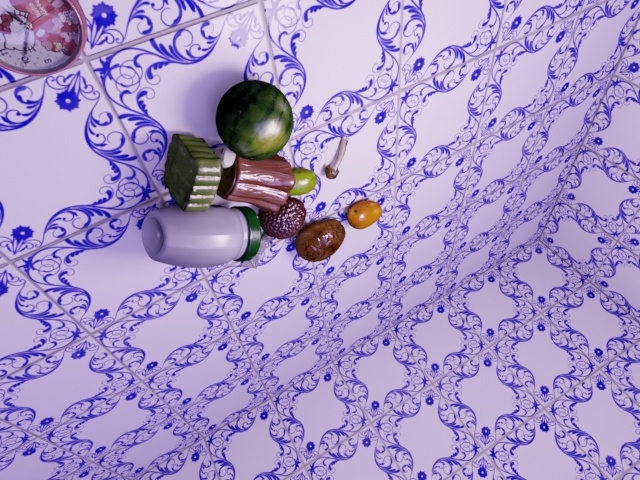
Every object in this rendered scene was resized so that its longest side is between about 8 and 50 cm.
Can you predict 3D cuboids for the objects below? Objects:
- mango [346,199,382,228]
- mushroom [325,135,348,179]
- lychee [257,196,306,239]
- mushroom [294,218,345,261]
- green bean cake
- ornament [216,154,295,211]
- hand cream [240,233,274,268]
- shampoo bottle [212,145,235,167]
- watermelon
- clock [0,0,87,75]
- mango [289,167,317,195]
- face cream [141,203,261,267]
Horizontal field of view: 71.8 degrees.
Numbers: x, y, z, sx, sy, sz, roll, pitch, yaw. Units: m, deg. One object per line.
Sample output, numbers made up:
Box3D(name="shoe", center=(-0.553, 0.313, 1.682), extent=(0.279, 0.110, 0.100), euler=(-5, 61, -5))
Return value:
Box3D(name="mango", center=(0.217, -0.126, 2.109), extent=(0.219, 0.112, 0.145), euler=(-16, 140, -44))
Box3D(name="mushroom", center=(0.066, -0.337, 1.799), extent=(0.060, 0.061, 0.187), euler=(-7, 124, -54))
Box3D(name="lychee", center=(-0.145, -0.097, 1.759), extent=(0.188, 0.188, 0.188), euler=(-23, 142, -19))
Box3D(name="mushroom", center=(0.000, 0.000, 2.031), extent=(0.253, 0.153, 0.253), euler=(-24, 152, -13))
Box3D(name="green bean cake", center=(-0.407, -0.211, 1.395), extent=(0.113, 0.214, 0.200), euler=(-6, 134, -42))
Box3D(name="ornament", center=(-0.238, -0.222, 1.550), extent=(0.217, 0.221, 0.235), euler=(7, 170, -40))
Box3D(name="hand cream", center=(-0.255, 0.030, 1.929), extent=(0.084, 0.050, 0.257), euler=(12, 129, -44))
Box3D(name="shampoo bottle", center=(-0.349, -0.269, 1.460), extent=(0.045, 0.152, 0.077), euler=(33, 63, -46))
Box3D(name="watermelon", center=(-0.202, -0.371, 1.372), extent=(0.242, 0.242, 0.242), euler=(-23, 142, -19))
Box3D(name="clock", center=(-0.663, -0.491, 1.002), extent=(0.244, 0.056, 0.244), euler=(-24, 145, -18))
Box3D(name="mango", center=(-0.096, -0.223, 1.740), extent=(0.178, 0.100, 0.119), euler=(-13, 141, -18))
Box3D(name="face cream", center=(-0.407, -0.019, 1.537), extent=(0.357, 0.312, 0.219), euler=(-2, 99, -43))
